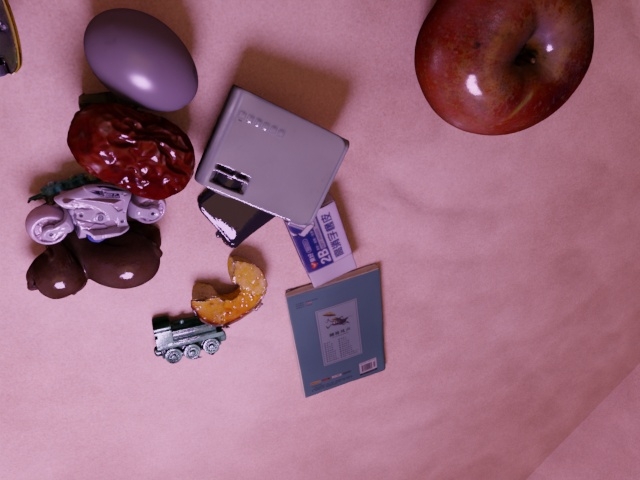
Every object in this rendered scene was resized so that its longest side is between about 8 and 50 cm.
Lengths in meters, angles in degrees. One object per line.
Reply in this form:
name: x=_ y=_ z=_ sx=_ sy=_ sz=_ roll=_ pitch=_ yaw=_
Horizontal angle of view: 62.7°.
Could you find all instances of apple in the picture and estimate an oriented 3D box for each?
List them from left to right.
apple: x=0.353 y=-0.378 z=1.035 sx=0.348 sy=0.277 sz=0.349 roll=-8 pitch=119 yaw=-15

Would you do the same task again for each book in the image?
book: x=0.052 y=0.256 z=1.434 sx=0.264 sy=0.031 sz=0.380 roll=-16 pitch=123 yaw=-14

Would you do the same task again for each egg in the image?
egg: x=-0.299 y=-0.300 z=0.890 sx=0.146 sy=0.146 sz=0.198 roll=-46 pitch=127 yaw=8

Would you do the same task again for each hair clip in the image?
hair clip: x=-0.469 y=-0.104 z=0.996 sx=0.172 sy=0.049 sz=0.049 roll=-25 pitch=125 yaw=-8

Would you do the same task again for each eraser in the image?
eraser: x=0.000 y=0.000 z=1.241 sx=0.124 sy=0.068 sz=0.210 roll=-26 pitch=126 yaw=-7

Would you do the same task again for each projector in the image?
projector: x=-0.097 y=-0.164 z=1.045 sx=0.250 sy=0.108 sz=0.198 roll=22 pitch=102 yaw=-19

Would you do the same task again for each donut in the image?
donut: x=-0.209 y=0.119 z=1.223 sx=0.181 sy=0.078 sz=0.146 roll=-43 pitch=127 yaw=-2

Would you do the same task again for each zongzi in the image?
zongzi: x=-0.383 y=-0.219 z=0.969 sx=0.104 sy=0.052 sz=0.113 roll=-12 pitch=136 yaw=-22

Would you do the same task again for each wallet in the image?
wallet: x=-0.142 y=-0.098 z=1.140 sx=0.250 sy=0.044 sz=0.149 roll=-35 pitch=122 yaw=0

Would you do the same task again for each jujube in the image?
jujube: x=-0.329 y=-0.156 z=0.930 sx=0.155 sy=0.155 sz=0.230 roll=-52 pitch=157 yaw=12

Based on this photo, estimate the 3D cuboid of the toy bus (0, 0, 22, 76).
toy bus: x=-0.615 y=-0.303 z=0.758 sx=0.331 sy=0.151 sz=0.145 roll=-10 pitch=116 yaw=-15

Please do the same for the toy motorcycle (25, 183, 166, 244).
toy motorcycle: x=-0.421 y=-0.060 z=0.998 sx=0.254 sy=0.112 sz=0.113 roll=-16 pitch=124 yaw=-28

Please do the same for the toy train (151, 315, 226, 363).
toy train: x=-0.311 y=0.224 z=1.245 sx=0.170 sy=0.071 sz=0.111 roll=-11 pitch=115 yaw=-16

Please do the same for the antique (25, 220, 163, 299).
antique: x=-0.444 y=0.046 z=1.041 sx=0.256 sy=0.143 sz=0.121 roll=-7 pitch=123 yaw=-16
